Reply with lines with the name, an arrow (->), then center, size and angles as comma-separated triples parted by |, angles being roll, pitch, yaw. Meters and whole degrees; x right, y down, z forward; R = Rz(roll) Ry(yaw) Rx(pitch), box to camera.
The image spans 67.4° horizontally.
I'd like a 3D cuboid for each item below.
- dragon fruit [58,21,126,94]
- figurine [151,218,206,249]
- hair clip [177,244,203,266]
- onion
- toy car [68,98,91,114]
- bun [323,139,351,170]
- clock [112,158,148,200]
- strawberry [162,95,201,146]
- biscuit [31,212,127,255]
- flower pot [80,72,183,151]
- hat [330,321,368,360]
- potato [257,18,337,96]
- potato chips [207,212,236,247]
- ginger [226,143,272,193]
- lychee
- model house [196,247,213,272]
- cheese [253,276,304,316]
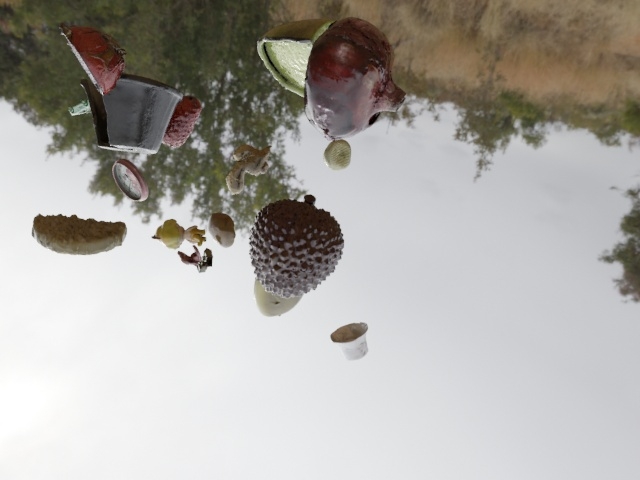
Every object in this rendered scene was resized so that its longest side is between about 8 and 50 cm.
dragon fruit -> -0.705, -0.602, 1.546 | 0.148, 0.224, 0.218 | -33, -159, -14
figurine -> -0.658, -0.023, 2.232 | 0.246, 0.157, 0.131 | -1, -162, 4
hair clip -> -0.660, 0.100, 2.460 | 0.102, 0.138, 0.123 | -30, -132, -18
onion -> 0.075, -0.331, 1.008 | 0.219, 0.252, 0.252 | 28, -154, 20
toy car -> -1.009, -0.579, 2.069 | 0.186, 0.058, 0.093 | -9, -156, 33
bun -> 0.058, -0.309, 1.724 | 0.115, 0.115, 0.069 | -2, -162, -30
clock -> -0.994, -0.316, 2.521 | 0.244, 0.245, 0.056 | 22, -135, 25
strawberry -> -0.624, -0.537, 2.093 | 0.205, 0.244, 0.205 | 47, -156, -29
biscuit -> -0.775, -0.010, 1.518 | 0.280, 0.084, 0.179 | 7, -153, -12
flower pot -> -0.719, -0.471, 1.842 | 0.378, 0.252, 0.379 | 4, -178, 0
hat -> 0.147, 0.471, 2.197 | 0.202, 0.126, 0.203 | -17, -170, 3
potato -> -0.075, -0.750, 1.869 | 0.279, 0.213, 0.330 | 24, 160, 20
potato chips -> -0.513, -0.052, 2.421 | 0.208, 0.195, 0.061 | 43, -142, 21
ginger -> -0.260, -0.253, 1.724 | 0.132, 0.214, 0.059 | 13, -157, -20
lychee -> -0.080, 0.016, 1.483 | 0.305, 0.331, 0.306 | 19, 176, 2
model house -> -0.452, 0.078, 1.874 | 0.057, 0.083, 0.058 | -6, -141, -28
cheese -> -0.195, 0.243, 2.232 | 0.259, 0.316, 0.128 | 6, -137, -20
